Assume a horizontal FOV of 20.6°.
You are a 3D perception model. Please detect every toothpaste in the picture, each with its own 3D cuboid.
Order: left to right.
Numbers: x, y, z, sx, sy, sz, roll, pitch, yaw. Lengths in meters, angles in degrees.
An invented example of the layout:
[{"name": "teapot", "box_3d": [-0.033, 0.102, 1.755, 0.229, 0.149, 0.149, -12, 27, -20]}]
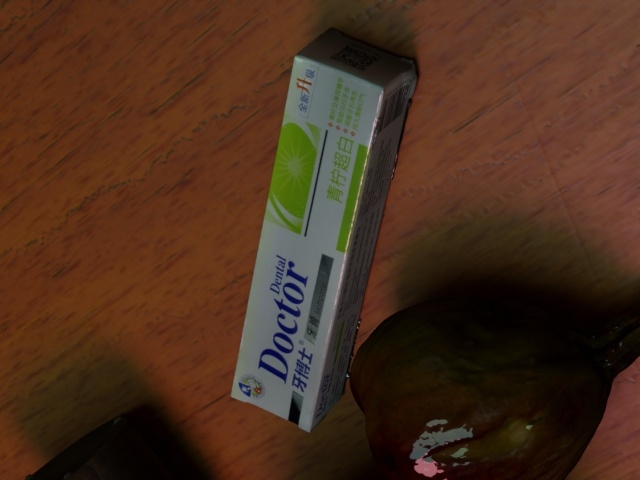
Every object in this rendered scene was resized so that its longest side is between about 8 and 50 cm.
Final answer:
[{"name": "toothpaste", "box_3d": [0.000, 0.000, 1.426, 0.081, 0.067, 0.337, 23, 124, 17]}]

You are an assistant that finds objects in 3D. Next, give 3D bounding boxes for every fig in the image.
[{"name": "fig", "box_3d": [0.150, 0.098, 1.341, 0.190, 0.190, 0.290, 45, 126, -2]}]

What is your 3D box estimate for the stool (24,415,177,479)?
[{"name": "stool", "box_3d": [-0.168, 0.314, 1.612, 0.179, 0.179, 0.264, -32, 100, 36]}]
